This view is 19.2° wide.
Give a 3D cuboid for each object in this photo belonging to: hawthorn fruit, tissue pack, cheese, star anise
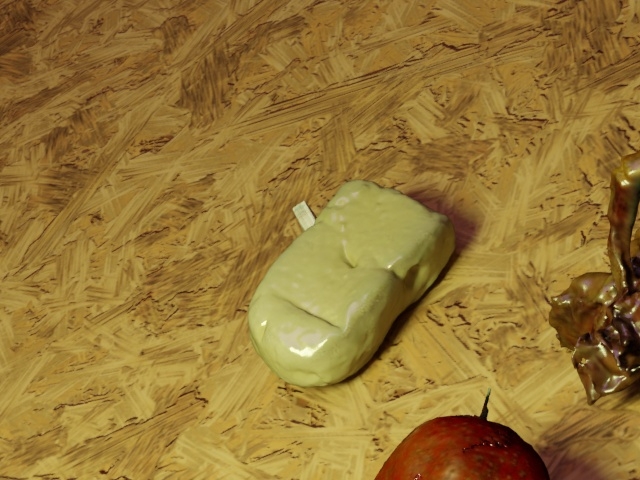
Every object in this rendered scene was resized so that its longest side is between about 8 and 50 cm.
[{"bbox_3d":[0.138,0.232,1.722,0.181,0.181,0.235,-9,39,31],"label":"hawthorn fruit"},{"bbox_3d":[0.000,0.000,2.244,0.023,0.056,0.108,-34,32,2],"label":"tissue pack"},{"bbox_3d":[0.030,0.051,2.108,0.159,0.093,0.263,21,57,39],"label":"cheese"},{"bbox_3d":[0.323,0.020,1.802,0.148,0.346,0.237,34,45,15],"label":"star anise"}]
